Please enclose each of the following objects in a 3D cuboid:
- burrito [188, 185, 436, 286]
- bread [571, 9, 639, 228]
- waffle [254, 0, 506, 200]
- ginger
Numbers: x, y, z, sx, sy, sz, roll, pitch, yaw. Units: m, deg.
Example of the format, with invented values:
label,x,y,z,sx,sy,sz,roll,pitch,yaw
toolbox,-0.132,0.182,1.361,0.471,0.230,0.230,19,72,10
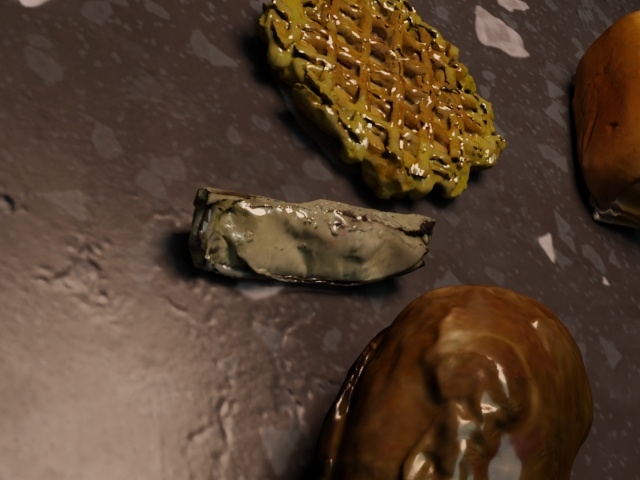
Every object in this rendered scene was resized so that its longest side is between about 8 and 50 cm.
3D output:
label,x,y,z,sx,sy,sz,roll,pitch,yaw
burrito,-0.001,-0.002,0.798,0.229,0.058,0.063,6,49,-37
bread,0.340,-0.134,1.109,0.107,0.136,0.241,26,46,-19
waffle,0.060,-0.147,0.968,0.254,0.052,0.245,53,41,9
ginger,0.079,0.132,0.671,0.165,0.172,0.321,11,38,25
